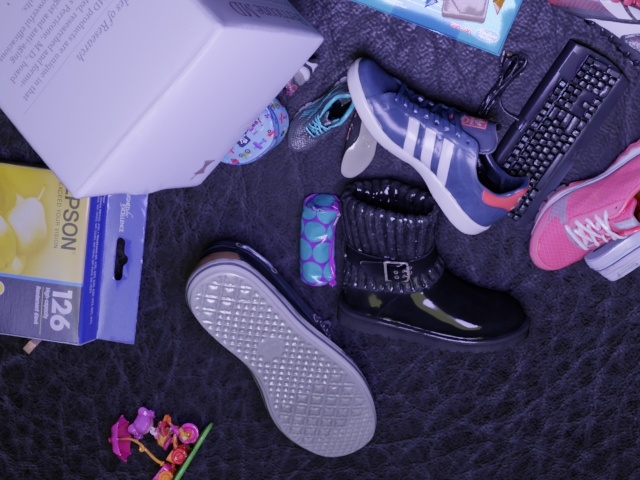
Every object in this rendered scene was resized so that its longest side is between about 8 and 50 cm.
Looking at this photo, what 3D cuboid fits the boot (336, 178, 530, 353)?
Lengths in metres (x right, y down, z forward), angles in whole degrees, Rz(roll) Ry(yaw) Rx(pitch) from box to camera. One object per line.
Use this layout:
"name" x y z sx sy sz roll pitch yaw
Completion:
"boot" 0.193 0.043 2.044 0.348 0.131 0.260 7 119 3

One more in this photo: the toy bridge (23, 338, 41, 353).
"toy bridge" -0.577 0.126 2.203 0.188 0.063 0.026 40 113 -2

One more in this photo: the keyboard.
"keyboard" 0.337 -0.184 1.989 0.202 0.033 0.317 28 113 -7

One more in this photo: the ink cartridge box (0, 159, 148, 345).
"ink cartridge box" -0.464 0.023 2.110 0.307 0.072 0.303 7 100 5

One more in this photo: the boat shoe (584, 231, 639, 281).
"boat shoe" 0.547 -0.013 2.029 0.226 0.083 0.076 -35 119 31

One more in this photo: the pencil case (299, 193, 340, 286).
"pencil case" 0.000 0.000 2.088 0.070 0.064 0.151 17 119 26

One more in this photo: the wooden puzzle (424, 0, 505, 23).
"wooden puzzle" 0.221 -0.366 1.839 0.116 0.014 0.078 15 111 -2

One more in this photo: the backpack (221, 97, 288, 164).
"backpack" -0.143 -0.195 1.986 0.158 0.117 0.173 -36 109 20

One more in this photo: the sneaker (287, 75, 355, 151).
"sneaker" 0.005 -0.201 1.988 0.065 0.076 0.166 42 112 -12

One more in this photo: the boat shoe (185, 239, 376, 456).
"boat shoe" -0.058 0.189 2.139 0.187 0.156 0.500 -31 120 13

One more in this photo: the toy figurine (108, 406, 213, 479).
"toy figurine" -0.311 0.372 2.277 0.159 0.130 0.173 32 92 1

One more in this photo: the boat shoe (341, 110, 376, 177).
"boat shoe" 0.067 -0.166 2.019 0.049 0.042 0.133 11 117 -22

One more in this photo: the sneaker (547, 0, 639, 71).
"sneaker" 0.465 -0.329 1.857 0.276 0.097 0.135 13 113 -3

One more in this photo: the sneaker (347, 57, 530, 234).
"sneaker" 0.195 -0.175 1.936 0.148 0.131 0.350 -33 109 35

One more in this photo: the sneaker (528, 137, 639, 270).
"sneaker" 0.462 -0.048 1.975 0.314 0.136 0.116 -41 111 21

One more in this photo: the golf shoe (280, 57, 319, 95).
"golf shoe" -0.084 -0.323 1.956 0.086 0.067 0.186 -44 101 -11

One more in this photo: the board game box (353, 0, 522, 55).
"board game box" 0.216 -0.481 1.836 0.254 0.079 0.336 20 115 -4

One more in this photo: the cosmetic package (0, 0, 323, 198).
"cosmetic package" -0.282 -0.313 1.758 0.393 0.329 0.327 48 112 12
